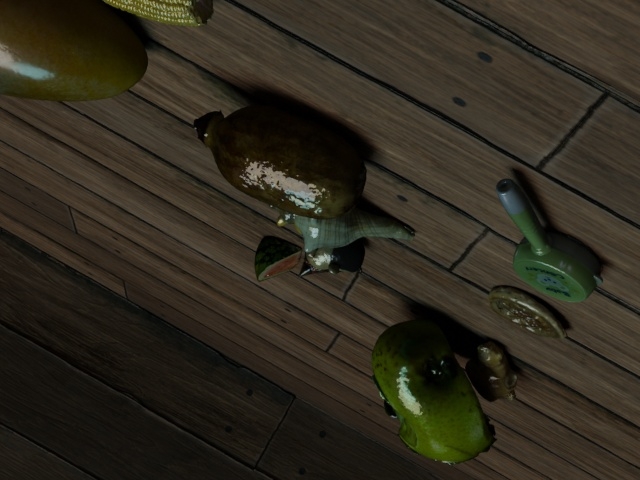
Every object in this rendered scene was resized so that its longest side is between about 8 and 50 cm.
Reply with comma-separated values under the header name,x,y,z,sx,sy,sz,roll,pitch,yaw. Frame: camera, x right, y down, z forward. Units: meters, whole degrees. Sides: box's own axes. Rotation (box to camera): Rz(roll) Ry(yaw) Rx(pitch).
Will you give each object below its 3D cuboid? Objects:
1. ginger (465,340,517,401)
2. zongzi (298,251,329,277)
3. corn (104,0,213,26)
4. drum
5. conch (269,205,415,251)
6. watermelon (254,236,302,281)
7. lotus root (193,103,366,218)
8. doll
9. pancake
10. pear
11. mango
name,x,y,z,sx,sy,sz,roll,pitch,yaw
ginger,0.303,0.229,2.184,0.096,0.067,0.165,21,148,35
zongzi,-0.008,0.041,2.140,0.083,0.073,0.067,28,-178,9
corn,-0.210,-0.309,1.479,0.165,0.063,0.085,20,137,25
drum,0.272,-0.003,1.574,0.253,0.049,0.130,41,160,-32
conch,0.006,-0.031,1.847,0.234,0.114,0.137,32,178,-26
watermelon,-0.093,0.027,2.299,0.069,0.087,0.163,66,164,11
lotus root,-0.058,-0.115,1.671,0.260,0.128,0.145,22,148,10
doll,0.000,0.000,1.991,0.179,0.102,0.089,36,124,-16
pancake,0.322,0.116,1.884,0.140,0.022,0.139,28,164,9
pear,0.194,0.275,2.186,0.238,0.164,0.255,60,177,29
mango,-0.417,-0.297,1.646,0.384,0.198,0.221,23,161,-24
